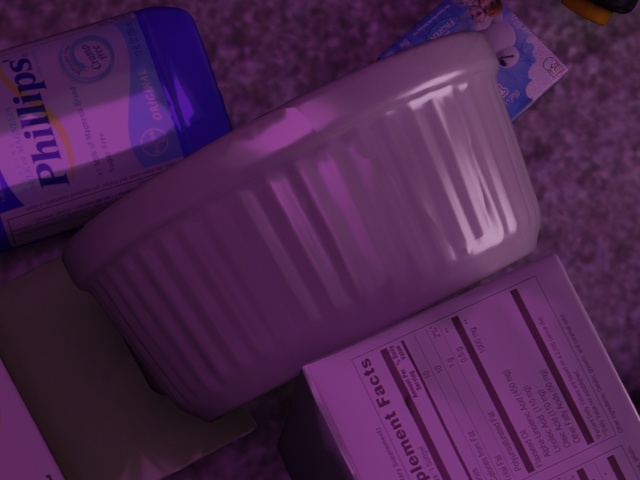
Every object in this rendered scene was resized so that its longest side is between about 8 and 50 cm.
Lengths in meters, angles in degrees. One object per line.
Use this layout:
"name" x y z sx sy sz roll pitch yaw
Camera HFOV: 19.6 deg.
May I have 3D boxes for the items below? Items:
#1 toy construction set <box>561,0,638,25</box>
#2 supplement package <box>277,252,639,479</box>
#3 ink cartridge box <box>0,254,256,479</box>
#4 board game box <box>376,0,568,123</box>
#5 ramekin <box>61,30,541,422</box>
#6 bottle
"toy construction set" 0.182 -0.268 1.131 0.237 0.309 0.257 35 83 0
"supplement package" 0.086 0.152 1.015 0.145 0.262 0.204 -24 78 -11
"ink cartridge box" -0.181 0.093 1.105 0.235 0.056 0.171 -28 67 -9
"board game box" 0.099 -0.113 1.213 0.090 0.020 0.090 -42 83 -13
"ramekin" 0.000 0.000 1.055 0.273 0.273 0.127 -27 87 -11
"bottle" -0.199 -0.054 1.137 0.283 0.092 0.118 -17 75 -9
